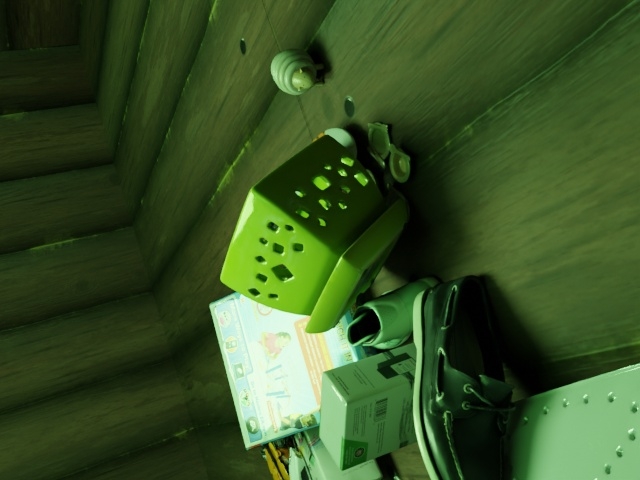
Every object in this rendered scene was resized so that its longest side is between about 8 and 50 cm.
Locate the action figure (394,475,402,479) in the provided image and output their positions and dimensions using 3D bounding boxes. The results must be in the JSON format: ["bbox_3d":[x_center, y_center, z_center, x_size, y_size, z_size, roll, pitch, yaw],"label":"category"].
[{"bbox_3d":[0.146,0.501,1.244,0.063,0.137,0.232,51,142,-1],"label":"action figure"}]

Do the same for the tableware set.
[{"bbox_3d":[0.109,-0.109,1.096,0.141,0.020,0.169,46,142,45],"label":"tableware set"}]

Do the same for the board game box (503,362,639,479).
[{"bbox_3d":[0.270,0.351,0.720,0.390,0.050,0.390,130,162,-59],"label":"board game box"}]

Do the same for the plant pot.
[{"bbox_3d":[0.000,0.000,1.071,0.207,0.227,0.228,36,135,12],"label":"plant pot"}]

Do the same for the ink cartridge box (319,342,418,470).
[{"bbox_3d":[0.109,0.268,1.079,0.087,0.208,0.153,46,141,50],"label":"ink cartridge box"}]

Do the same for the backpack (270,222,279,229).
[{"bbox_3d":[-0.066,-0.013,1.407,0.114,0.084,0.105,-54,-39,-70],"label":"backpack"}]

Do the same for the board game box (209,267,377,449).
[{"bbox_3d":[-0.049,0.219,1.297,0.301,0.086,0.309,-25,72,26],"label":"board game box"}]

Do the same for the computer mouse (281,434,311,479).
[{"bbox_3d":[-0.056,0.498,1.445,0.106,0.042,0.193,179,72,-76],"label":"computer mouse"}]

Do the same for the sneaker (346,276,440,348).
[{"bbox_3d":[0.091,0.139,1.113,0.094,0.151,0.256,66,154,16],"label":"sneaker"}]

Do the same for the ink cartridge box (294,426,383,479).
[{"bbox_3d":[0.011,0.415,1.416,0.201,0.117,0.278,104,143,-64],"label":"ink cartridge box"}]

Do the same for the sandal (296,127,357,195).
[{"bbox_3d":[0.001,-0.124,1.237,0.265,0.076,0.102,-32,58,49],"label":"sandal"}]

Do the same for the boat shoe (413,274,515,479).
[{"bbox_3d":[0.206,0.195,0.884,0.113,0.127,0.340,-41,34,41],"label":"boat shoe"}]

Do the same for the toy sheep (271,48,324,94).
[{"bbox_3d":[-0.048,-0.318,1.225,0.132,0.091,0.091,42,138,49],"label":"toy sheep"}]

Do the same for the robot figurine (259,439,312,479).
[{"bbox_3d":[-0.097,0.599,1.798,0.291,0.085,0.211,58,149,30],"label":"robot figurine"}]
